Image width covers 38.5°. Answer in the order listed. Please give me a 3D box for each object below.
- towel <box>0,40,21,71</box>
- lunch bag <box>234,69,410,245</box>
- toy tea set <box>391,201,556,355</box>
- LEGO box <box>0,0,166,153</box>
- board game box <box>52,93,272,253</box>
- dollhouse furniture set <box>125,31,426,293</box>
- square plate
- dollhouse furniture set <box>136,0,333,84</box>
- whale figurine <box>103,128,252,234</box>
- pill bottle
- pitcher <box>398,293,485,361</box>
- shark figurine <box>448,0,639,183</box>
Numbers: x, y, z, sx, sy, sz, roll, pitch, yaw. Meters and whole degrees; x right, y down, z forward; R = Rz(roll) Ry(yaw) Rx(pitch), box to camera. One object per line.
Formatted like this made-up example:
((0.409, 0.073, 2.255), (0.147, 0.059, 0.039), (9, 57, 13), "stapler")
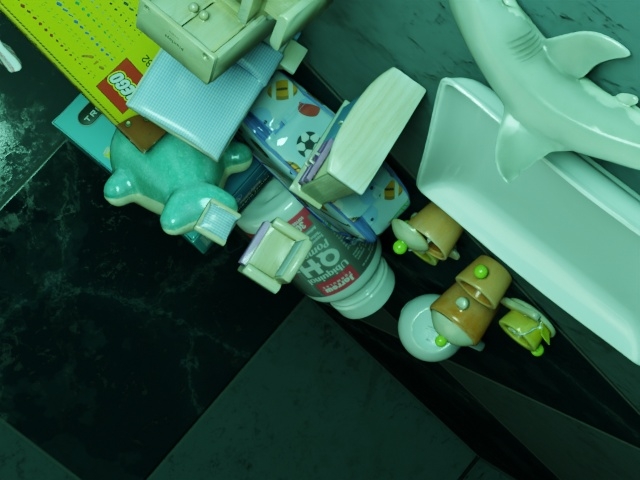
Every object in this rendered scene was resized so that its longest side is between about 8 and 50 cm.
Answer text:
((-0.433, -0.293, 1.101), (0.197, 0.029, 0.144), (38, 163, 40), "towel")
((-0.013, -0.118, 1.361), (0.303, 0.115, 0.243), (45, 172, -17), "lunch bag")
((0.191, 0.072, 1.356), (0.336, 0.124, 0.200), (46, 170, -29), "toy tea set")
((-0.375, -0.394, 1.169), (0.500, 0.193, 0.372), (49, 175, -41), "LEGO box")
((-0.241, -0.180, 1.546), (0.336, 0.254, 0.079), (39, 171, 16), "board game box")
((-0.093, -0.141, 1.028), (0.303, 0.286, 0.198), (33, 170, -9), "dollhouse furniture set")
((0.254, -0.011, 0.950), (0.347, 0.049, 0.344), (39, 170, 10), "square plate")
((-0.070, -0.288, 0.851), (0.212, 0.161, 0.242), (40, 149, 5), "dollhouse furniture set")
((-0.200, -0.111, 1.277), (0.272, 0.216, 0.141), (-123, 21, -55), "whale figurine")
((0.000, 0.000, 1.650), (0.318, 0.176, 0.176), (47, 169, -35), "pill bottle")
((0.234, 0.172, 1.738), (0.177, 0.126, 0.207), (19, 179, 5), "pitcher")
((0.194, -0.079, 0.689), (0.278, 0.116, 0.166), (39, 172, 25), "shark figurine")
